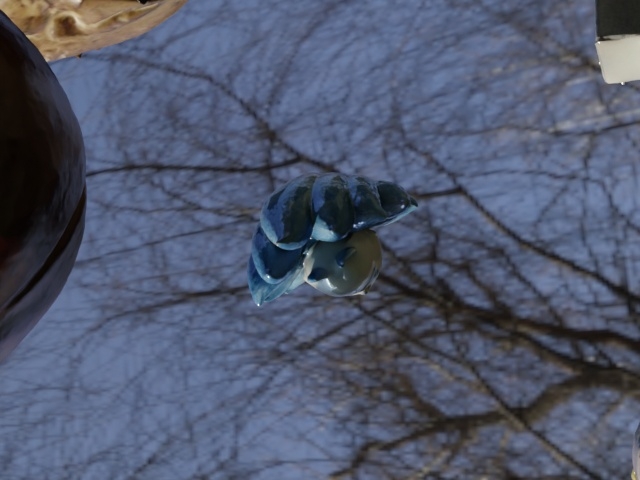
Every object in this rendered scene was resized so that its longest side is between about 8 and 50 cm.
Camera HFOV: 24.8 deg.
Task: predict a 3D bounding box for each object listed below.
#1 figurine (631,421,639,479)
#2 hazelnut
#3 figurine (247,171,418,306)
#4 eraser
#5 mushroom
[{"bbox_3d":[0.273,0.137,0.873,0.184,0.208,0.128,26,-80,-2],"label":"figurine"},{"bbox_3d":[-0.215,-0.017,0.716,0.229,0.229,0.229,6,-100,-38],"label":"hazelnut"},{"bbox_3d":[0.000,0.000,0.836,0.114,0.114,0.079,-23,-93,-38],"label":"figurine"},{"bbox_3d":[0.280,-0.261,1.354,0.092,0.046,0.212,49,-139,-65],"label":"eraser"},{"bbox_3d":[-0.242,-0.209,1.105,0.286,0.151,0.156,18,-134,-35],"label":"mushroom"}]
